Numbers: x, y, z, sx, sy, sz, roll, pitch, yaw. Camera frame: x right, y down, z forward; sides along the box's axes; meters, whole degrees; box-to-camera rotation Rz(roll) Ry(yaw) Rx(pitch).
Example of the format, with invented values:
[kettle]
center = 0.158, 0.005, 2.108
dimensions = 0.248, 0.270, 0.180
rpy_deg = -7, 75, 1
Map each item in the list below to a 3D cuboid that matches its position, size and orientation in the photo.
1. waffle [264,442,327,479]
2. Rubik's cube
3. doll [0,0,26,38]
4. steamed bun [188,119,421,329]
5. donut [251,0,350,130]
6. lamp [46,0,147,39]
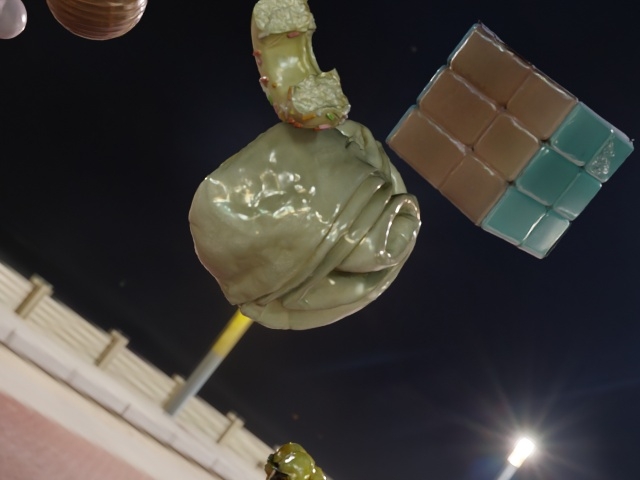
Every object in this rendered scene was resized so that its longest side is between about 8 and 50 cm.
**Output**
[waffle]
center = -0.044, 0.428, 1.251
dimensions = 0.095, 0.382, 0.379
rpy_deg = 9, 6, -6
[Rubik's cube]
center = 0.278, -0.143, 1.663
dimensions = 0.231, 0.224, 0.221
rpy_deg = 22, 20, -52
[doll]
center = -0.546, -0.489, 1.989
dimensions = 0.094, 0.365, 0.160
rpy_deg = 28, 0, 35
[steamed bun]
center = 0.003, -0.002, 1.383
dimensions = 0.203, 0.276, 0.289
rpy_deg = 48, -13, 24
[donut]
center = -0.030, -0.185, 1.236
dimensions = 0.166, 0.065, 0.108
rpy_deg = 66, -19, 11
[lamp]
center = -0.295, -0.330, 1.494
dimensions = 0.136, 0.136, 0.136
rpy_deg = 38, -8, 6
